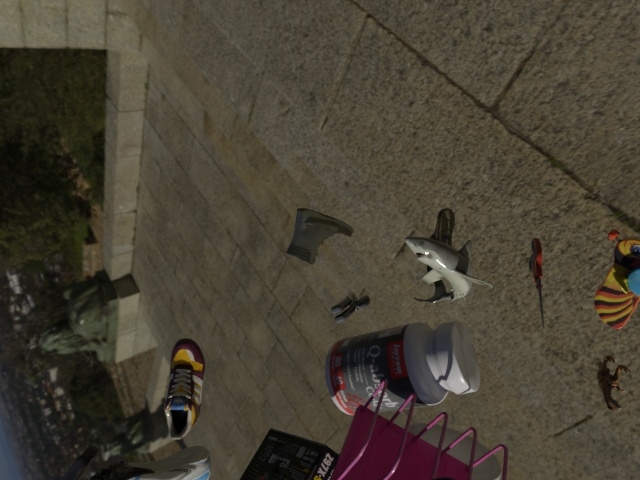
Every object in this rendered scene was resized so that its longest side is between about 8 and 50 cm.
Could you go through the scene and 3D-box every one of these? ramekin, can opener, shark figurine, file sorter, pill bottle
[{"bbox_3d":[0.332,0.616,1.207,0.273,0.273,0.127,17,97,44],"label":"ramekin"},{"bbox_3d":[0.129,0.256,1.790,0.095,0.283,0.076,-24,86,19],"label":"can opener"},{"bbox_3d":[0.277,0.058,0.915,0.166,0.116,0.278,16,158,26],"label":"shark figurine"},{"bbox_3d":[0.204,0.453,0.916,0.291,0.202,0.182,28,130,6],"label":"file sorter"},{"bbox_3d":[0.211,0.334,1.185,0.363,0.210,0.210,-22,88,31],"label":"pill bottle"}]

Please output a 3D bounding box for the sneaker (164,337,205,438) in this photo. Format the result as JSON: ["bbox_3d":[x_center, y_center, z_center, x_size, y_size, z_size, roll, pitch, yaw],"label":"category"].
[{"bbox_3d":[-0.263,0.286,0.870,0.084,0.069,0.185,-144,53,-86],"label":"sneaker"}]

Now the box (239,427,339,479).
[{"bbox_3d":[-0.104,0.628,1.132,0.079,0.257,0.322,43,149,-16],"label":"box"}]

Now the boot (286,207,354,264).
[{"bbox_3d":[0.000,0.000,1.451,0.077,0.213,0.165,5,79,61],"label":"boot"}]

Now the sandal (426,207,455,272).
[{"bbox_3d":[0.380,0.003,1.455,0.060,0.090,0.219,9,93,55],"label":"sandal"}]

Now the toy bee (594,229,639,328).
[{"bbox_3d":[0.749,0.056,1.080,0.162,0.195,0.298,42,100,26],"label":"toy bee"}]

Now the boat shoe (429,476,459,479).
[{"bbox_3d":[0.051,0.208,0.328,0.125,0.046,0.038,-32,109,10],"label":"boat shoe"}]

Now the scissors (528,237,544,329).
[{"bbox_3d":[0.598,0.105,1.230,0.021,0.297,0.109,6,125,15],"label":"scissors"}]

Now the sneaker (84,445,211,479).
[{"bbox_3d":[-0.323,0.455,0.840,0.085,0.237,0.086,-7,85,63],"label":"sneaker"}]

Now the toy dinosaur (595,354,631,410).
[{"bbox_3d":[0.772,0.362,1.218,0.064,0.211,0.112,23,122,10],"label":"toy dinosaur"}]

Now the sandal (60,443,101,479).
[{"bbox_3d":[-0.570,0.573,0.988,0.054,0.254,0.097,38,180,-2],"label":"sandal"}]
